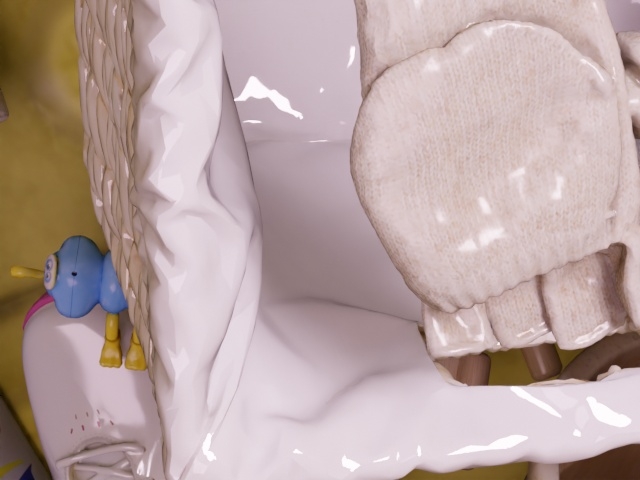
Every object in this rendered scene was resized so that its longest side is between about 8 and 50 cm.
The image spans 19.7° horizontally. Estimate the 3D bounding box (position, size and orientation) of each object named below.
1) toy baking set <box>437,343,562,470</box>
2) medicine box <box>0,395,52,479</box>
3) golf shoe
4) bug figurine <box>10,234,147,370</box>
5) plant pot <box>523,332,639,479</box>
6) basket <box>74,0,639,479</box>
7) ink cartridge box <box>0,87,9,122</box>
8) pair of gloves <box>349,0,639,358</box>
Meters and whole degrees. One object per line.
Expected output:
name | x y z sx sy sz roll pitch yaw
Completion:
toy baking set | 0.007 -0.001 0.918 0.196 0.030 0.256 -15 84 -11
medicine box | -0.276 0.163 0.990 0.149 0.263 0.289 -24 105 22
golf shoe | -0.090 0.172 1.018 0.115 0.140 0.306 -17 106 22
bug figurine | -0.055 0.118 0.947 0.216 0.072 0.279 2 82 -6
plant pot | 0.171 0.262 0.912 0.334 0.334 0.305 34 127 -1
basket | 0.066 -0.117 0.727 0.328 0.266 0.331 -7 115 -15
ink cartridge box | -0.276 -0.092 0.959 0.190 0.082 0.140 -24 79 23
pair of gloves | 0.121 -0.066 0.595 0.240 0.042 0.204 -15 115 -11
